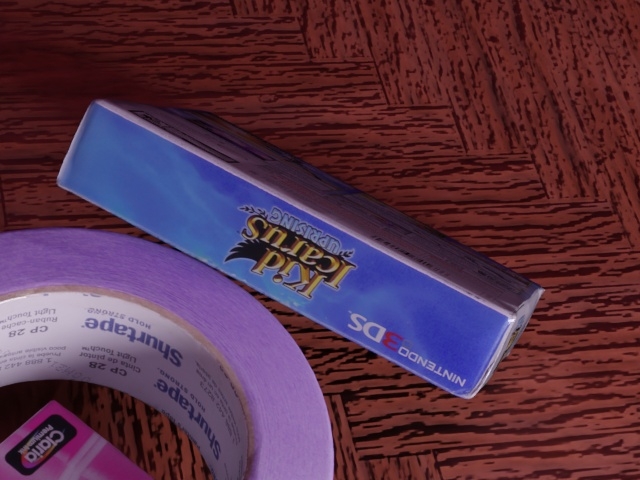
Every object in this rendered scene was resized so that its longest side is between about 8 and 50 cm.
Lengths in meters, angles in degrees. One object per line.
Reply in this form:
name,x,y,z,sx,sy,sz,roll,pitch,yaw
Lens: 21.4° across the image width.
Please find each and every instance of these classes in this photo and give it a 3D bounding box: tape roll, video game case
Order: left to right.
tape roll,-0.135,0.124,0.905,0.275,0.090,0.274,8,48,-9
video game case,0.000,0.000,1.050,0.270,0.061,0.244,28,8,9

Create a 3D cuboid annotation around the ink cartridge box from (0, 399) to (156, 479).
ink cartridge box,-0.072,0.258,0.911,0.371,0.069,0.176,37,51,14
